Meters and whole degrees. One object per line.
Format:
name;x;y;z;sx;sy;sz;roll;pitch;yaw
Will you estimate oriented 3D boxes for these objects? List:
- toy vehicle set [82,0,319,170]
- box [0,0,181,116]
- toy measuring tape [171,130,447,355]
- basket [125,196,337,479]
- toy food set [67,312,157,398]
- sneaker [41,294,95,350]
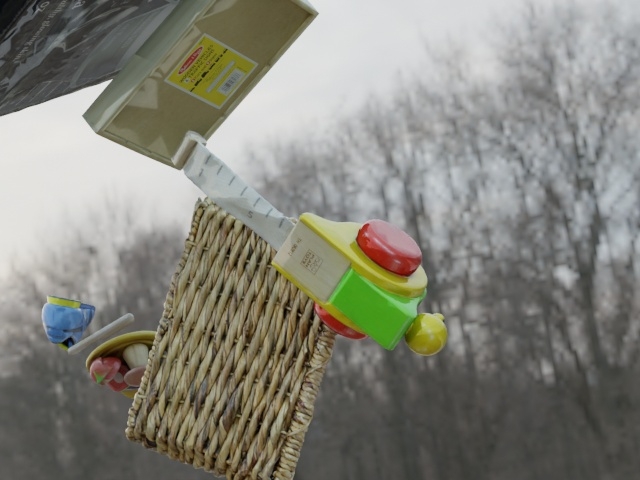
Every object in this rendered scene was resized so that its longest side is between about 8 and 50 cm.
toy vehicle set;-0.140;-0.210;1.779;0.267;0.035;0.166;-47;-33;12
box;-0.291;-0.402;1.806;0.471;0.297;0.480;-30;-6;-46
toy measuring tape;0.000;0.000;1.490;0.121;0.330;0.121;-46;-15;-17
basket;-0.041;0.126;1.664;0.223;0.299;0.213;15;-4;30
toy food set;-0.272;0.195;2.191;0.128;0.071;0.218;-27;-29;9
sneaker;-0.406;0.133;2.380;0.069;0.082;0.209;9;-4;0
